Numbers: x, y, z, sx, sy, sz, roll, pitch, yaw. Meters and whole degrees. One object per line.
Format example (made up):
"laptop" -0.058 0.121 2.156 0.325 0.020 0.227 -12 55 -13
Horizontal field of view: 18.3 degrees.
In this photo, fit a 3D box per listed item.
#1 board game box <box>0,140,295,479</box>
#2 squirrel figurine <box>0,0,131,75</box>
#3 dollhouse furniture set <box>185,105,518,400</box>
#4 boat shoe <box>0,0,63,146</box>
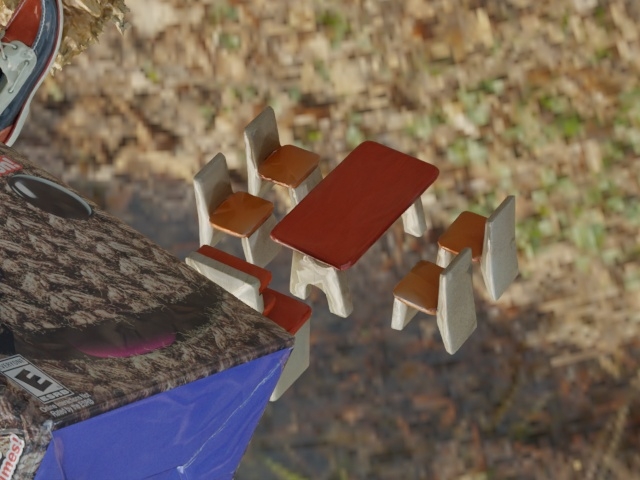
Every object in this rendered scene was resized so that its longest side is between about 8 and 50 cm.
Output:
"board game box" -0.204 0.053 1.040 0.232 0.291 0.141 -16 134 -61
"squirrel figurine" -0.334 -0.277 1.597 0.397 0.281 0.370 6 165 -42
"dollhouse furniture set" 0.000 0.000 1.669 0.262 0.259 0.135 22 139 27
"boat shoe" -0.236 -0.131 1.503 0.043 0.049 0.137 9 113 -44
